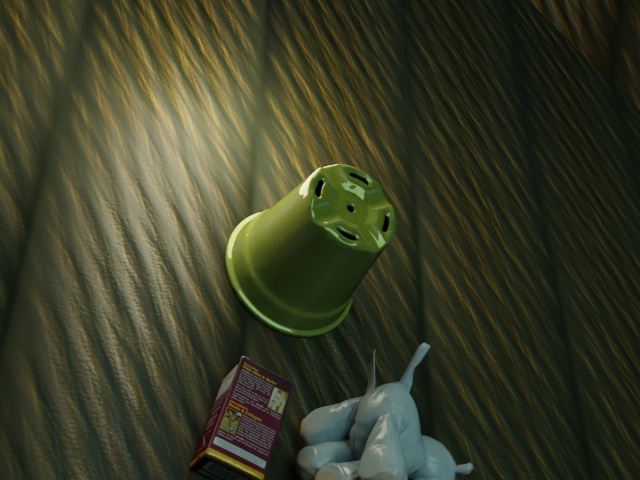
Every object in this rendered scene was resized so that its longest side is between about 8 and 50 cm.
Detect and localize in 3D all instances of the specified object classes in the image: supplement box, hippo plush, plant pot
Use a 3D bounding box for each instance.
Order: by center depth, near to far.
[{"bbox_3d":[-0.127,0.301,1.399,0.104,0.081,0.188,30,48,-12],"label":"supplement box"},{"bbox_3d":[0.111,0.374,1.461,0.236,0.234,0.294,50,44,-30],"label":"hippo plush"},{"bbox_3d":[0.000,0.000,1.573,0.276,0.254,0.276,17,51,-23],"label":"plant pot"}]
